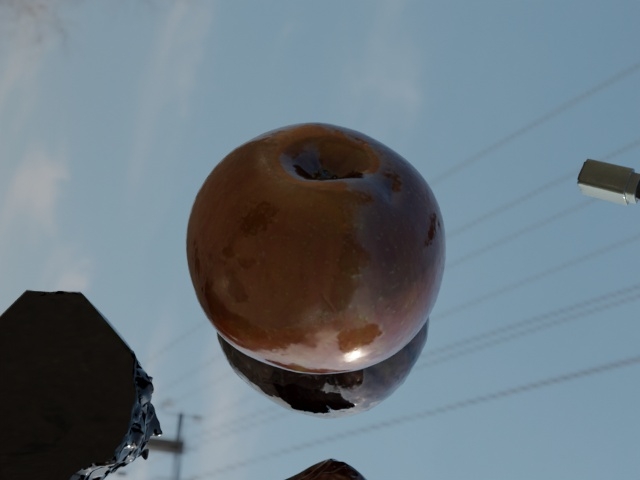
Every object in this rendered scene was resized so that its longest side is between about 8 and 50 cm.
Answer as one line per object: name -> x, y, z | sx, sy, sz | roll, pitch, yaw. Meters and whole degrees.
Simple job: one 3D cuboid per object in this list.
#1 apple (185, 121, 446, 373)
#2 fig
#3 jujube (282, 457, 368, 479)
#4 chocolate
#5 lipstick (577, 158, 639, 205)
apple -> 0.000, 0.000, 1.140 | 0.162, 0.201, 0.201 | 99, -16, -45
fig -> -0.013, 0.055, 1.425 | 0.249, 0.204, 0.186 | 55, 44, -60
jujube -> -0.033, 0.311, 1.477 | 0.236, 0.168, 0.168 | -49, -153, 3
chocolate -> -0.185, 0.131, 1.193 | 0.133, 0.156, 0.156 | 48, 44, -68
lipstick -> 0.265, -0.041, 1.270 | 0.025, 0.107, 0.025 | -65, 154, -18
